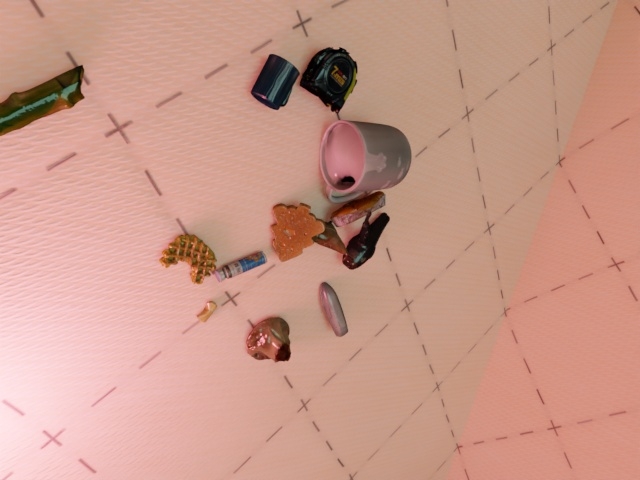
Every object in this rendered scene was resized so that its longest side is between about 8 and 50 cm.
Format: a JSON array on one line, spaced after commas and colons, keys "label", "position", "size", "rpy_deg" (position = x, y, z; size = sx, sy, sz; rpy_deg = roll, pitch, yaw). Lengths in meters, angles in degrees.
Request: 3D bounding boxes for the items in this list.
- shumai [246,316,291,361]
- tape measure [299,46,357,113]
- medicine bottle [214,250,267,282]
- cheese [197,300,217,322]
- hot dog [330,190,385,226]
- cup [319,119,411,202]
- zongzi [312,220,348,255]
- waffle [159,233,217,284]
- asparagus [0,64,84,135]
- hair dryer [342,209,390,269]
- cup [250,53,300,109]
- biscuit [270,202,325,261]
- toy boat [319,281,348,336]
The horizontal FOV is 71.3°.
[{"label": "shumai", "position": [-0.186, 0.410, 1.764], "size": [0.201, 0.120, 0.202], "rpy_deg": [-16, 119, -32]}, {"label": "tape measure", "position": [0.040, -0.577, 1.574], "size": [0.199, 0.112, 0.186], "rpy_deg": [28, 96, -45]}, {"label": "medicine bottle", "position": [-0.286, 0.094, 1.615], "size": [0.191, 0.051, 0.051], "rpy_deg": [-24, 120, -28]}, {"label": "cheese", "position": [-0.407, 0.252, 1.596], "size": [0.083, 0.030, 0.044], "rpy_deg": [-54, 136, -1]}, {"label": "hot dog", "position": [0.159, -0.132, 1.802], "size": [0.267, 0.144, 0.075], "rpy_deg": [-26, 98, -35]}, {"label": "cup", "position": [0.162, -0.279, 1.711], "size": [0.274, 0.260, 0.357], "rpy_deg": [-8, 142, -35]}, {"label": "zongzi", "position": [0.000, 0.000, 1.716], "size": [0.188, 0.178, 0.081], "rpy_deg": [-2, 134, -36]}, {"label": "waffle", "position": [-0.437, 0.065, 1.492], "size": [0.149, 0.051, 0.194], "rpy_deg": [-46, 133, -14]}, {"label": "asparagus", "position": [-0.729, -0.329, 1.108], "size": [0.343, 0.082, 0.085], "rpy_deg": [-38, 129, -19]}, {"label": "hair dryer", "position": [0.205, -0.052, 1.806], "size": [0.304, 0.120, 0.360], "rpy_deg": [-48, 164, -19]}, {"label": "cup", "position": [-0.138, -0.505, 1.464], "size": [0.150, 0.113, 0.138], "rpy_deg": [29, 90, -38]}, {"label": "biscuit", "position": [-0.103, -0.028, 1.676], "size": [0.212, 0.041, 0.239], "rpy_deg": [22, 103, -13]}, {"label": "toy boat", "position": [0.050, 0.295, 1.933], "size": [0.078, 0.085, 0.261], "rpy_deg": [-29, 111, -26]}]
